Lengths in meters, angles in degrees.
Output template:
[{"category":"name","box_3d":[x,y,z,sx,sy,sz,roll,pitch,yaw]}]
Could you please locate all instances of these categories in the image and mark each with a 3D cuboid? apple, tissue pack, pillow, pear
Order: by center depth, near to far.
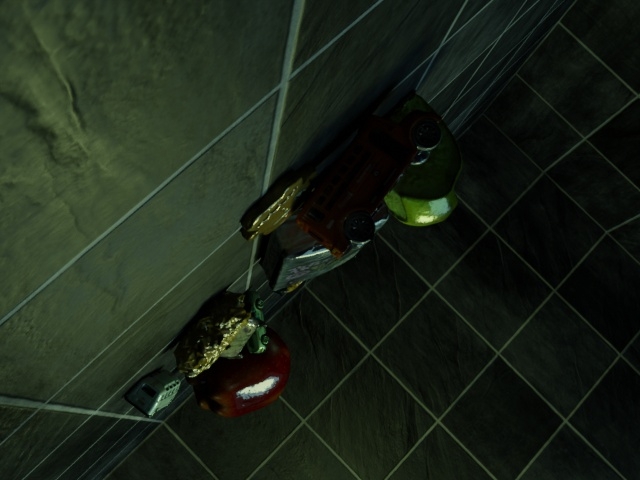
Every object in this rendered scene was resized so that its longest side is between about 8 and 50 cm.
[{"category":"pear","box_3d":[0.216,-0.169,1.623,0.238,0.255,0.164,-48,175,-19]},{"category":"tissue pack","box_3d":[0.000,0.000,1.651,0.259,0.122,0.361,-24,169,-13]},{"category":"pillow","box_3d":[-0.263,0.266,2.038,0.255,0.169,0.059,129,-32,-49]},{"category":"apple","box_3d":[-0.255,0.401,2.267,0.316,0.288,0.288,-27,165,-34]}]

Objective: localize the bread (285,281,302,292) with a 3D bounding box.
[{"category":"bread","box_3d":[-0.056,0.080,2.299,0.211,0.083,0.114,-44,-172,-36]}]

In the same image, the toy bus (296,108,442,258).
[{"category":"toy bus","box_3d":[0.097,-0.128,1.390,0.329,0.153,0.143,-53,178,-6]}]

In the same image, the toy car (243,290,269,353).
[{"category":"toy car","box_3d":[-0.201,0.240,2.106,0.058,0.186,0.093,-4,172,-32]}]

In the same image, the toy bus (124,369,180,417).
[{"category":"toy bus","box_3d":[-0.434,0.397,1.895,0.089,0.087,0.194,-55,173,4]}]

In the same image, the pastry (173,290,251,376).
[{"category":"pastry","box_3d":[-0.271,0.235,1.778,0.250,0.102,0.154,-50,174,31]}]

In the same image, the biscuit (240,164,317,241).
[{"category":"biscuit","box_3d":[-0.072,-0.066,1.353,0.184,0.035,0.249,-45,175,3]}]
